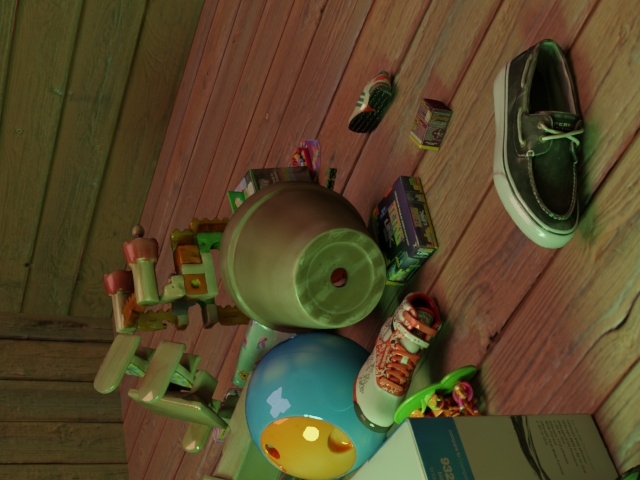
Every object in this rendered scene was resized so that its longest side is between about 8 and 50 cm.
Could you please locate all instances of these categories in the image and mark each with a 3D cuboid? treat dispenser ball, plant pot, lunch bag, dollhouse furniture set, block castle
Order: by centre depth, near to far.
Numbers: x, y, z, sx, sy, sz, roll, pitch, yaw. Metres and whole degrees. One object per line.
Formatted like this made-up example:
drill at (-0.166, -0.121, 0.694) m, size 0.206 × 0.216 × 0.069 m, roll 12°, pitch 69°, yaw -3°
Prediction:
treat dispenser ball at (-0.004, 0.323, 1.727) m, size 0.288 × 0.288 × 0.288 m, roll -174°, pitch 90°, yaw -66°
plant pot at (-0.009, 0.050, 1.747) m, size 0.280 × 0.323 × 0.323 m, roll -159°, pitch 76°, yaw -67°
dollhouse furniture set at (-0.267, 0.420, 1.959) m, size 0.394 × 0.362 × 0.256 m, roll 4°, pitch 59°, yaw 33°
lunch bag at (-0.086, 0.212, 2.089) m, size 0.262 × 0.160 × 0.223 m, roll -63°, pitch -5°, yaw -59°
block castle at (-0.300, 0.087, 2.249) m, size 0.303 × 0.453 × 0.212 m, roll -44°, pitch 53°, yaw 56°

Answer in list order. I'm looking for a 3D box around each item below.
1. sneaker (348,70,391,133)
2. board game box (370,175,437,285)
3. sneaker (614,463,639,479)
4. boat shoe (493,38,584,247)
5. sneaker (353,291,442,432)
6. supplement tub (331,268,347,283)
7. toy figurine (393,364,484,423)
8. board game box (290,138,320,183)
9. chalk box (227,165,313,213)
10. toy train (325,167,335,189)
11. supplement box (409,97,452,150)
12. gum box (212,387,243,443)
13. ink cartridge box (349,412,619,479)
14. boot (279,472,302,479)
sneaker at (0.111, -0.302, 1.915) m, size 0.161 × 0.057 × 0.075 m, roll 125°, pitch 160°, yaw -50°
board game box at (0.161, -0.019, 1.732) m, size 0.141 × 0.048 × 0.170 m, roll 123°, pitch 144°, yaw -48°
sneaker at (0.390, 0.440, 1.061) m, size 0.146 × 0.134 × 0.343 m, roll 4°, pitch 85°, yaw 41°
boat shoe at (0.326, -0.155, 1.302) m, size 0.119 × 0.121 × 0.335 m, roll 126°, pitch 144°, yaw -56°
sneaker at (0.141, 0.205, 1.574) m, size 0.145 × 0.090 × 0.270 m, roll -57°, pitch 5°, yaw 39°
supplement tub at (0.000, 0.000, 2.001) m, size 0.117 × 0.117 × 0.190 m, roll 120°, pitch 147°, yaw -42°
toy figurine at (0.230, 0.321, 1.466) m, size 0.173 × 0.130 × 0.159 m, roll -43°, pitch 55°, yaw 21°
board game box at (-0.050, -0.195, 2.259) m, size 0.169 × 0.033 × 0.133 m, roll -162°, pitch 79°, yaw -66°
chalk box at (-0.130, -0.093, 2.166) m, size 0.132 × 0.213 × 0.132 m, roll -45°, pitch 57°, yaw 54°
toy train at (0.021, -0.135, 2.109) m, size 0.024 × 0.017 × 0.083 m, roll -133°, pitch 52°, yaw -72°
supplement box at (0.209, -0.220, 1.675) m, size 0.055 × 0.043 × 0.083 m, roll -120°, pitch 42°, yaw -53°
gum box at (-0.222, 0.483, 2.397) m, size 0.062 × 0.107 × 0.188 m, roll -108°, pitch 33°, yaw -43°
ink cartridge box at (0.217, 0.346, 1.208) m, size 0.223 × 0.307 × 0.129 m, roll -60°, pitch 36°, yaw 42°
boot at (-0.068, 0.477, 2.002) m, size 0.208 × 0.076 × 0.189 m, roll -52°, pitch 32°, yaw 11°
